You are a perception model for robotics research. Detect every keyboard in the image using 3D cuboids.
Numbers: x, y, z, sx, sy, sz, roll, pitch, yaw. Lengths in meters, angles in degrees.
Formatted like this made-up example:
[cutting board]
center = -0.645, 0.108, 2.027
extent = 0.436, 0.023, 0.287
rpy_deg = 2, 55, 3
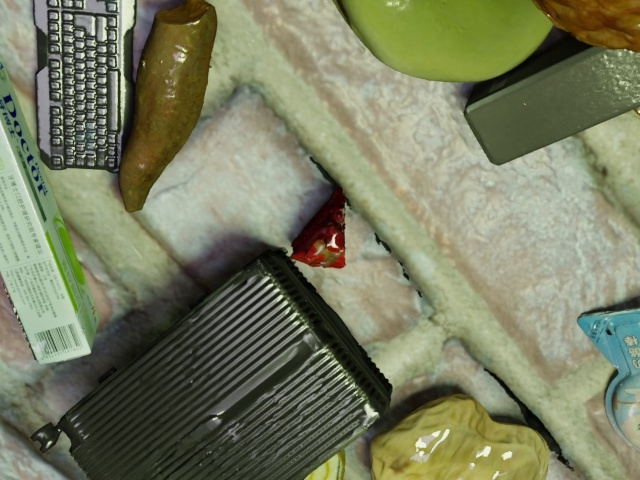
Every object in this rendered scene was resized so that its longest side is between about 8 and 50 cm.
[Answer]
[keyboard]
center = -0.245, -0.195, 0.971
extent = 0.106, 0.016, 0.262
rpy_deg = 3, 113, -6

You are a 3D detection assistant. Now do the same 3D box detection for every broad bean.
[broad bean]
center = 0.120, -0.252, 0.922
extent = 0.263, 0.121, 0.189
rpy_deg = 17, 103, -15

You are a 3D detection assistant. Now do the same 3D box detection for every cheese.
[cheese]
center = 0.410, 0.187, 1.157
extent = 0.135, 0.052, 0.245
rpy_deg = -13, 112, 33

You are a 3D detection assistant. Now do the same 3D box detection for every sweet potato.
[sweet potato]
center = -0.164, -0.142, 0.976
extent = 0.077, 0.077, 0.244
rpy_deg = 17, 119, -12

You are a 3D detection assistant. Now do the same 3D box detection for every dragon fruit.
[dragon fruit]
center = -0.004, 0.000, 1.020
extent = 0.063, 0.131, 0.097
rpy_deg = -1, 106, 1

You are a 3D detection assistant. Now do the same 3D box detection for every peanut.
[peanut]
center = 0.167, 0.284, 1.164
extent = 0.233, 0.110, 0.197
rpy_deg = 33, 112, -17

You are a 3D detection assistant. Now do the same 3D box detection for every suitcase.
[suitcase]
center = -0.109, 0.192, 1.041
extent = 0.335, 0.152, 0.229
rpy_deg = -39, 87, 12

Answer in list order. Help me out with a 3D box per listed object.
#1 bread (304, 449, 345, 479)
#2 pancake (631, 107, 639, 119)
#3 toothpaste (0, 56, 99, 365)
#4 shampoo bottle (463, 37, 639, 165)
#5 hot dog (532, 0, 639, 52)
[bread]
center = -0.045, 0.269, 1.165
extent = 0.156, 0.064, 0.117
rpy_deg = 13, 108, -9
[pancake]
center = 0.451, -0.269, 0.968
extent = 0.382, 0.071, 0.382
rpy_deg = 0, 113, 0
[toothpaste]
center = -0.322, -0.030, 1.001
extent = 0.067, 0.081, 0.336
rpy_deg = -14, 114, 0
[shampoo bottle]
center = 0.272, -0.163, 0.952
extent = 0.246, 0.080, 0.079
rpy_deg = -23, 110, 29
[hot dog]
center = 0.222, -0.318, 0.738
extent = 0.267, 0.174, 0.387
rpy_deg = -16, 143, 30
